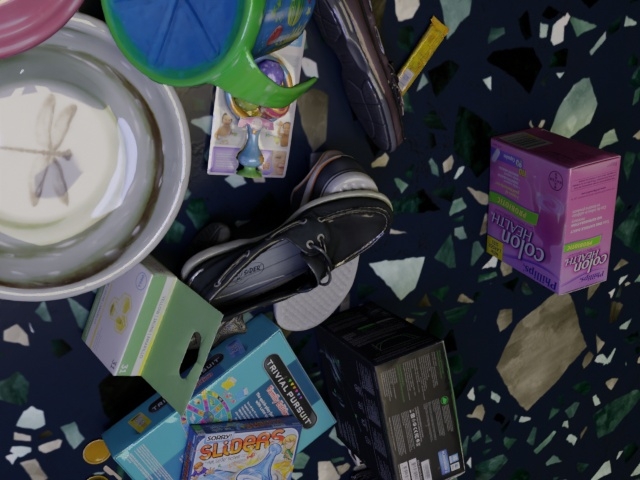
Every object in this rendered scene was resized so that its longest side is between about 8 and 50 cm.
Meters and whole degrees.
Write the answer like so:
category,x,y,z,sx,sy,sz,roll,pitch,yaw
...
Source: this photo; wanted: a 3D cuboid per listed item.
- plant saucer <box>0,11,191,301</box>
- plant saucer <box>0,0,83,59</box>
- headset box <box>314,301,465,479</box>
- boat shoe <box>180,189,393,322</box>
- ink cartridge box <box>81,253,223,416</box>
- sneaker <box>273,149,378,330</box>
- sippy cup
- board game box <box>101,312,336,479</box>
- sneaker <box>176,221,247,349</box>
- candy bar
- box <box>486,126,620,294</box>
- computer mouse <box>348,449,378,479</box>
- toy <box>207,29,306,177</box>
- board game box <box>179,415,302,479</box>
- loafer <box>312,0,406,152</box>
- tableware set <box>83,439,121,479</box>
category,x,y,z,sx,sy,sz,roll,pitch,yaw
plant saucer,-0.381,-0.116,1.060,0.400,0.100,0.400,-11,115,-24
plant saucer,-0.416,-0.372,0.877,0.332,0.084,0.332,0,90,-20
headset box,0.109,0.265,1.368,0.131,0.283,0.246,-17,105,-19
boat shoe,-0.038,0.031,1.158,0.340,0.113,0.127,-17,126,-7
ink cartridge box,-0.255,0.127,1.149,0.056,0.235,0.171,11,105,-45
sneaker,0.000,0.000,1.304,0.126,0.127,0.321,9,122,-26
sippy cup,-0.124,-0.326,1.014,0.224,0.240,0.305,-27,119,-57
board game box,-0.166,0.327,1.363,0.336,0.079,0.254,-37,124,-15
sneaker,-0.167,0.079,1.267,0.130,0.087,0.227,12,108,-33
candy bar,0.159,-0.301,1.315,0.040,0.018,0.161,33,94,-31
box,0.419,-0.060,1.437,0.117,0.213,0.243,-15,118,-22
computer mouse,0.092,0.418,1.575,0.106,0.042,0.193,-24,126,-12
toy,-0.090,-0.209,1.200,0.137,0.056,0.237,0,111,-29
board game box,-0.135,0.373,1.328,0.201,0.035,0.136,2,107,-32
loafer,0.082,-0.283,1.233,0.095,0.109,0.302,-36,120,-15
tableware set,-0.370,0.386,1.326,0.154,0.024,0.104,-39,123,-8
